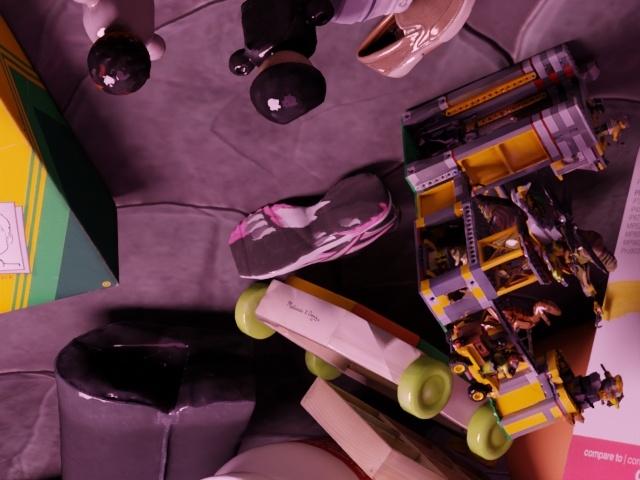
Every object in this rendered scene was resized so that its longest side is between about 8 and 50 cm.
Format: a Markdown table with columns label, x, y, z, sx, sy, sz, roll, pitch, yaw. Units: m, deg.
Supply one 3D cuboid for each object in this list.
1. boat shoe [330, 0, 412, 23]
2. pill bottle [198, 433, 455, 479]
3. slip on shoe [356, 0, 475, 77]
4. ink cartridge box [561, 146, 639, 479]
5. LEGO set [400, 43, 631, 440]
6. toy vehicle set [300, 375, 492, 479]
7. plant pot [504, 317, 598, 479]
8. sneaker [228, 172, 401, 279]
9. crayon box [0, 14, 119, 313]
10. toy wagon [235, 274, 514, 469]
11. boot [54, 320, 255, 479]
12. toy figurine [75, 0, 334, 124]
| label | x | y | z | sx | sy | sz | roll | pitch | yaw |
| --- | --- | --- | --- | --- | --- | --- | --- | --- | --- |
| boat shoe | 0.062 | -0.251 | 1.228 | 0.076 | 0.083 | 0.226 | -7 | 157 | -20 |
| pill bottle | 0.004 | 0.327 | 1.742 | 0.229 | 0.229 | 0.408 | -27 | 164 | 25 |
| slip on shoe | 0.080 | -0.184 | 1.333 | 0.041 | 0.051 | 0.135 | 14 | 147 | -30 |
| ink cartridge box | 0.401 | 0.119 | 1.494 | 0.279 | 0.384 | 0.160 | 20 | 170 | -32 |
| LEGO set | 0.203 | -0.008 | 1.392 | 0.192 | 0.331 | 0.255 | -23 | 118 | 18 |
| toy vehicle set | 0.114 | 0.241 | 1.658 | 0.267 | 0.166 | 0.035 | 33 | 94 | -34 |
| plant pot | 0.327 | 0.200 | 1.723 | 0.203 | 0.291 | 0.291 | -11 | 147 | 33 |
| sneaker | 0.000 | 0.000 | 1.552 | 0.178 | 0.072 | 0.077 | -18 | 153 | 23 |
| crayon box | -0.398 | -0.042 | 1.390 | 0.363 | 0.106 | 0.313 | -14 | 143 | 9 |
| toy wagon | 0.079 | 0.139 | 1.629 | 0.267 | 0.068 | 0.344 | 22 | 171 | 46 |
| boot | -0.272 | 0.257 | 1.766 | 0.367 | 0.146 | 0.445 | -9 | 152 | -19 |
| toy figurine | -0.080 | -0.197 | 1.202 | 0.209 | 0.148 | 0.213 | 4 | 143 | -15 |
